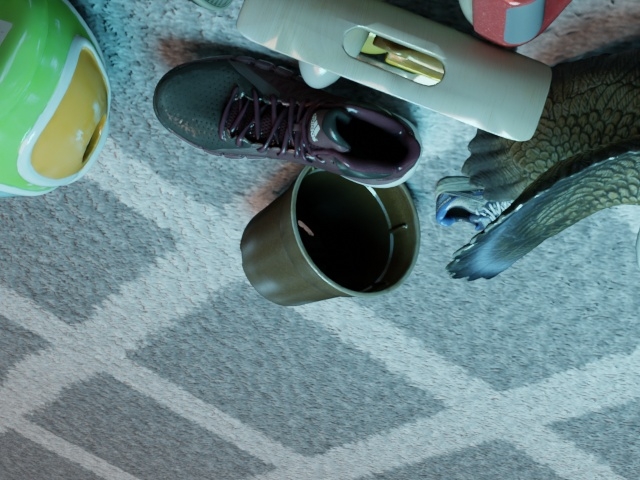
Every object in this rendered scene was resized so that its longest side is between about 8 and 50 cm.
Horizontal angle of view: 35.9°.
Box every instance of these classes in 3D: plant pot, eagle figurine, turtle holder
[{"bbox_3d":[0.000,0.000,1.128,0.167,0.167,0.165,33,151,-19],"label":"plant pot"},{"bbox_3d":[0.260,-0.061,0.828,0.298,0.225,0.226,6,169,12],"label":"eagle figurine"},{"bbox_3d":[-0.366,-0.150,1.019,0.320,0.243,0.227,-12,153,24],"label":"turtle holder"}]

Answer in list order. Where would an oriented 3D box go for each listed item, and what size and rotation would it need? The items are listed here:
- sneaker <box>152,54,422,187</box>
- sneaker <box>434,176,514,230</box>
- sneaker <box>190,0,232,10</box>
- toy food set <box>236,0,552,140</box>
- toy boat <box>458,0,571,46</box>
[{"bbox_3d":[-0.029,-0.121,0.957,0.281,0.106,0.162,11,-177,-3],"label":"sneaker"},{"bbox_3d":[0.186,-0.036,1.066,0.135,0.058,0.052,-5,139,30],"label":"sneaker"},{"bbox_3d":[-0.167,-0.294,0.883,0.118,0.083,0.222,14,157,42],"label":"sneaker"},{"bbox_3d":[0.055,-0.145,0.818,0.220,0.306,0.092,21,103,-1],"label":"toy food set"},{"bbox_3d":[0.207,-0.212,0.657,0.151,0.231,0.151,41,173,18],"label":"toy boat"}]
